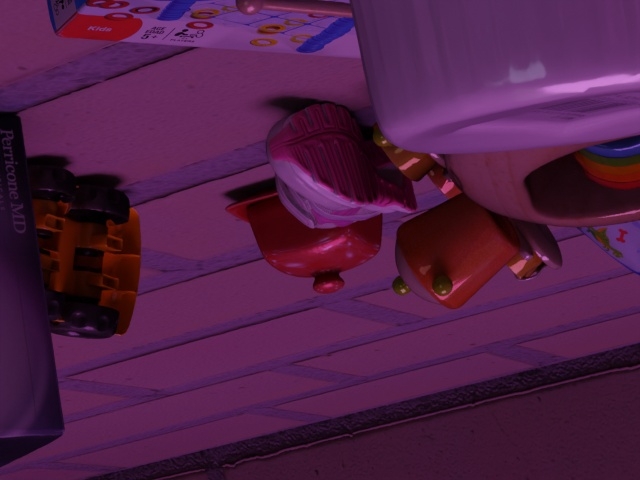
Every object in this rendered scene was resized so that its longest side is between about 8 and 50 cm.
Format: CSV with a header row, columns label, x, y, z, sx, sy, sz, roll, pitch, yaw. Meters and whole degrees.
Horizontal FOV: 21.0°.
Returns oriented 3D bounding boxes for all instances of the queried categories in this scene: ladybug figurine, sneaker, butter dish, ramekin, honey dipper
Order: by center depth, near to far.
label,x,y,z,sx,sy,sz,roll,pitch,yaw
ramekin,0.149,-0.135,0.996,0.277,0.135,0.277,-8,176,-1
honey dipper,0.017,-0.152,1.148,0.160,0.030,0.030,0,163,-26
ladybug figurine,0.249,-0.131,1.460,0.305,0.162,0.449,-11,166,7
sneaker,0.002,-0.059,1.691,0.111,0.103,0.252,-18,163,22
butter dish,0.000,0.000,1.884,0.160,0.118,0.160,-15,165,20

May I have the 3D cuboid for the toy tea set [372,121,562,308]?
label,x,y,z,sx,sy,sz,roll,pitch,yaw
toy tea set,0.131,-0.022,1.719,0.124,0.200,0.336,-36,162,17

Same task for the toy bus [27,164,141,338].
label,x,y,z,sx,sy,sz,roll,pitch,yaw
toy bus,-0.313,0.011,1.723,0.211,0.150,0.220,1,169,25

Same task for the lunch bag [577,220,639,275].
label,x,y,z,sx,sy,sz,roll,pitch,yaw
lunch bag,0.348,-0.054,1.806,0.090,0.176,0.219,-51,178,-24

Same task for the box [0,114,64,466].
label,x,y,z,sx,sy,sz,roll,pitch,yaw
box,-0.398,0.048,1.459,0.294,0.296,0.182,0,162,-37

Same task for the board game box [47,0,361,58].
label,x,y,z,sx,sy,sz,roll,pitch,yaw
board game box,0.018,-0.220,1.122,0.308,0.086,0.302,0,163,-33
